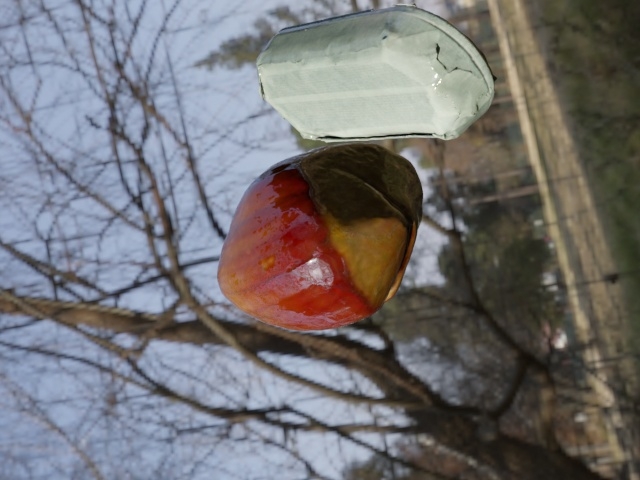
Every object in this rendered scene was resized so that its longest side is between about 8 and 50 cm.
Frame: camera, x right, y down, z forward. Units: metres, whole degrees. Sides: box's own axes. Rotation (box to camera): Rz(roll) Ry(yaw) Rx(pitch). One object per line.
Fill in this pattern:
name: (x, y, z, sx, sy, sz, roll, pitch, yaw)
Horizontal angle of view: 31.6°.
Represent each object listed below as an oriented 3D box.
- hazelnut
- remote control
hazelnut: (0.002, 0.003, 1.104, 0.212, 0.181, 0.181, -38, -27, -49)
remote control: (0.032, -0.120, 0.857, 0.104, 0.247, 0.052, 49, -112, -24)
